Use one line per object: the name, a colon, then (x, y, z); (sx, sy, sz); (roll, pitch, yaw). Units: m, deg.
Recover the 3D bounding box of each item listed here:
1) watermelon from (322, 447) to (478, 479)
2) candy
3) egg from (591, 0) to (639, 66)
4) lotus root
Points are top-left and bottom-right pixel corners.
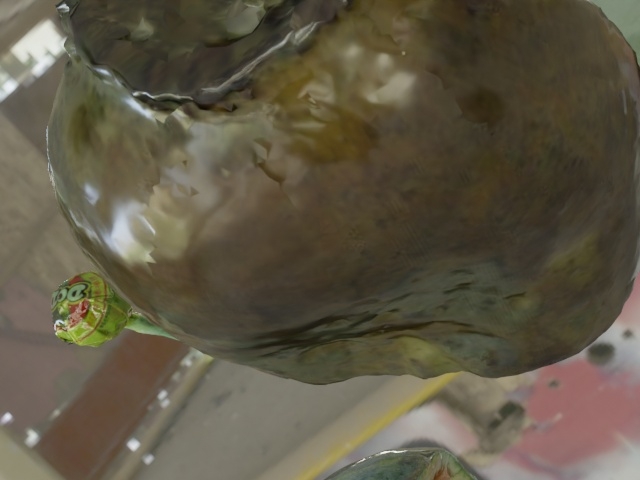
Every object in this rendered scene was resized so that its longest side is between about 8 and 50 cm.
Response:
watermelon: (0.065, 0.303, 1.287); (0.188, 0.322, 0.175); (7, 45, 25)
candy: (-0.131, 0.071, 0.999); (0.062, 0.194, 0.058); (-34, 54, 27)
egg: (0.273, -0.118, 0.988); (0.230, 0.230, 0.371); (-40, 43, 29)
lotus root: (0.006, -0.030, 0.531); (0.260, 0.267, 0.149); (56, -141, -66)
